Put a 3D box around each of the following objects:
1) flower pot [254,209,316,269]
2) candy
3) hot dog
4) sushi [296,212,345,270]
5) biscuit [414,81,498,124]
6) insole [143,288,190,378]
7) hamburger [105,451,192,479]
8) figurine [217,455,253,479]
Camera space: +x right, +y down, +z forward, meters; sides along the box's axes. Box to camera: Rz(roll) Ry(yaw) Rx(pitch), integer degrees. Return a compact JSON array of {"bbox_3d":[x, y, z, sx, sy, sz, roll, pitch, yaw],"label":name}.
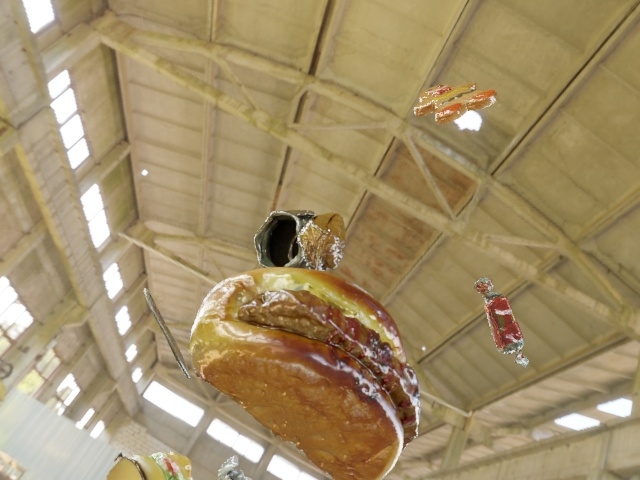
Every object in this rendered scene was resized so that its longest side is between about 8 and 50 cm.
[{"bbox_3d":[-0.100,0.010,2.188,0.302,0.302,0.213,1,-8,39],"label":"flower pot"},{"bbox_3d":[0.544,0.246,1.613,0.059,0.086,0.292,136,-67,-80],"label":"candy"},{"bbox_3d":[0.010,0.194,0.833,0.223,0.185,0.405,-37,-70,27],"label":"hot dog"},{"bbox_3d":[0.001,0.000,1.648,0.149,0.287,0.140,8,-66,-4],"label":"sushi"},{"bbox_3d":[0.303,-0.340,1.284,0.165,0.250,0.036,-23,-64,1],"label":"biscuit"},{"bbox_3d":[-0.234,0.148,0.832,0.065,0.006,0.193,-128,-160,-49],"label":"insole"},{"bbox_3d":[-0.306,0.513,1.004,0.237,0.237,0.149,-5,-16,44],"label":"hamburger"},{"bbox_3d":[-0.236,0.642,1.456,0.086,0.082,0.094,52,-48,0],"label":"figurine"}]
